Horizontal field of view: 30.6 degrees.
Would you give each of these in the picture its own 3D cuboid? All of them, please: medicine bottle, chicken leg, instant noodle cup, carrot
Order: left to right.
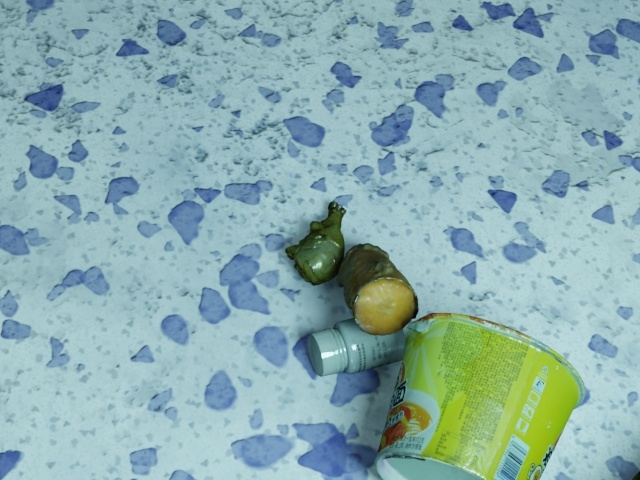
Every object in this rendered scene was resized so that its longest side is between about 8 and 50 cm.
[{"bbox_3d":[0.000,0.000,1.838,0.093,0.070,0.178,13,45,10],"label":"chicken leg"},{"bbox_3d":[0.053,0.153,1.714,0.130,0.080,0.080,-13,56,-15],"label":"medicine bottle"},{"bbox_3d":[0.075,0.056,1.738,0.102,0.102,0.263,0,18,-7],"label":"carrot"},{"bbox_3d":[0.202,0.251,1.569,0.264,0.264,0.200,20,63,8],"label":"instant noodle cup"}]

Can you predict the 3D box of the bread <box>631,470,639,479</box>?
[{"bbox_3d":[0.456,0.412,1.458,0.376,0.251,0.208,-37,36,-29],"label":"bread"}]
